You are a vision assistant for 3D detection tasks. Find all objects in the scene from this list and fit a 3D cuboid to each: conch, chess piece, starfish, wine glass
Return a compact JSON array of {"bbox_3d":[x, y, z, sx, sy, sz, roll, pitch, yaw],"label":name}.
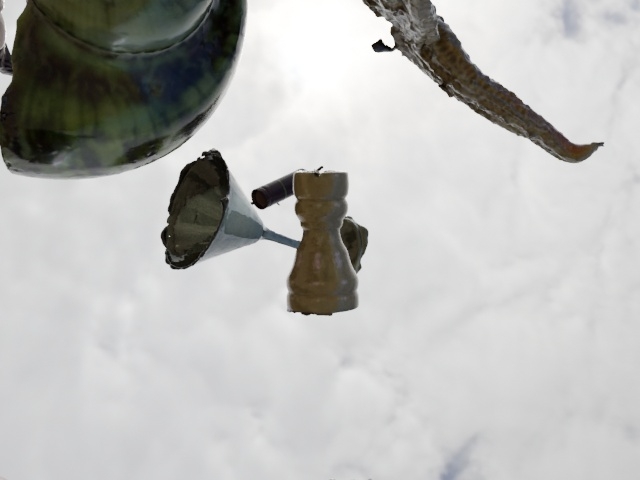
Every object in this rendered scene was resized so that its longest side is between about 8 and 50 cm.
[{"bbox_3d":[-0.115,-0.124,0.513,0.124,0.181,0.187,19,-112,12],"label":"conch"},{"bbox_3d":[0.000,0.000,0.759,0.066,0.066,0.122,4,-80,36],"label":"chess piece"},{"bbox_3d":[0.056,-0.134,0.517,0.050,0.247,0.138,-51,-145,2],"label":"starfish"},{"bbox_3d":[-0.049,-0.003,0.854,0.122,0.183,0.122,-32,-132,44],"label":"wine glass"}]

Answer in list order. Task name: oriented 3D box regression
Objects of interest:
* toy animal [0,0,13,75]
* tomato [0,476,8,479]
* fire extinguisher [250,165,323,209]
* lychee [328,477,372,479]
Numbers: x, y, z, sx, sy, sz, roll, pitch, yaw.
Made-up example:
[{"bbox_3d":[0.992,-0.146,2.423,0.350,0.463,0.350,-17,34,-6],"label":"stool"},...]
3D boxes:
[{"bbox_3d":[-0.390,-0.246,0.941,0.089,0.188,0.179,-10,-149,18],"label":"toy animal"},{"bbox_3d":[-0.246,0.242,0.545,0.184,0.208,0.208,-25,-116,10],"label":"tomato"},{"bbox_3d":[-0.053,-0.087,1.424,0.039,0.132,0.056,58,-40,4],"label":"fire extinguisher"},{"bbox_3d":[0.020,0.515,1.188,0.432,0.380,0.380,-33,-120,51],"label":"lychee"}]
